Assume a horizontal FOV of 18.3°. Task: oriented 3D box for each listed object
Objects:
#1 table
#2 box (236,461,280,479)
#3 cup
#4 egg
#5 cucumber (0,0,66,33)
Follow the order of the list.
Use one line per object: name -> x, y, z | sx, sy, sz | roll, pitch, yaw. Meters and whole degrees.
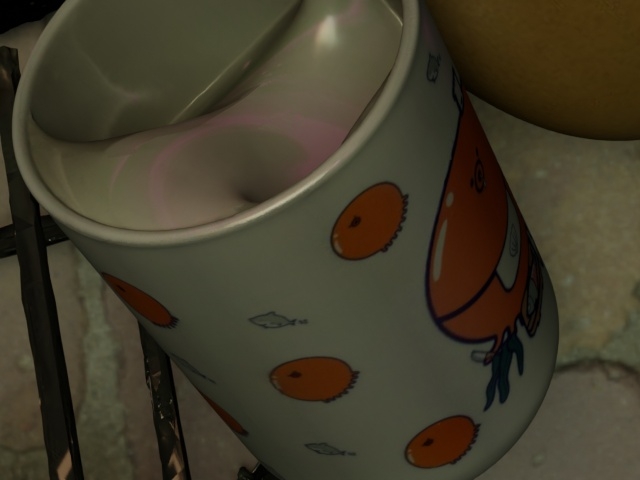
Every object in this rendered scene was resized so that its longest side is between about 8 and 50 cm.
table -> -0.267, 0.095, 1.094 | 0.335, 0.222, 0.272 | -14, 71, 9
box -> 0.030, 0.241, 1.188 | 0.243, 0.135, 0.163 | 33, 97, 0
cup -> 0.000, 0.000, 1.070 | 0.212, 0.317, 0.212 | -12, 52, 16
egg -> 0.127, -0.202, 1.076 | 0.250, 0.250, 0.322 | -37, 97, 7
cucumber -> -0.153, -0.179, 1.187 | 0.303, 0.072, 0.081 | -19, 94, 5
